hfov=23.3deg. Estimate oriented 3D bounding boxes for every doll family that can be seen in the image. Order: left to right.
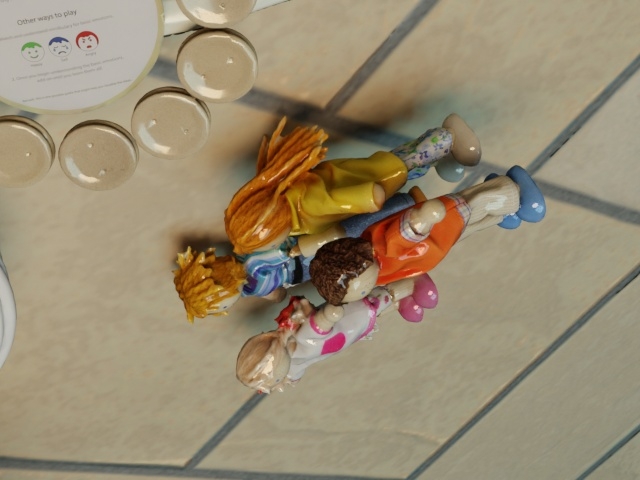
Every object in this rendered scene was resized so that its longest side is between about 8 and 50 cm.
[{"bbox_3d":[0.000,0.000,0.919,0.163,0.118,0.263,-22,166,-25],"label":"doll family"}]

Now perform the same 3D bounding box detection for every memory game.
[{"bbox_3d":[-0.118,-0.098,0.676,0.186,0.012,0.186,0,127,-1],"label":"memory game"}]

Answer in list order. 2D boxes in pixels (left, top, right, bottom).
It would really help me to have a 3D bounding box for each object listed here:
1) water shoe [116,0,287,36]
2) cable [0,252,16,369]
[{"bbox_3d":[-0.029,-0.151,0.716,0.203,0.073,0.080,-16,109,-5],"label":"water shoe"},{"bbox_3d":[-0.274,0.041,0.747,0.257,0.089,0.257,-28,148,-4],"label":"cable"}]
